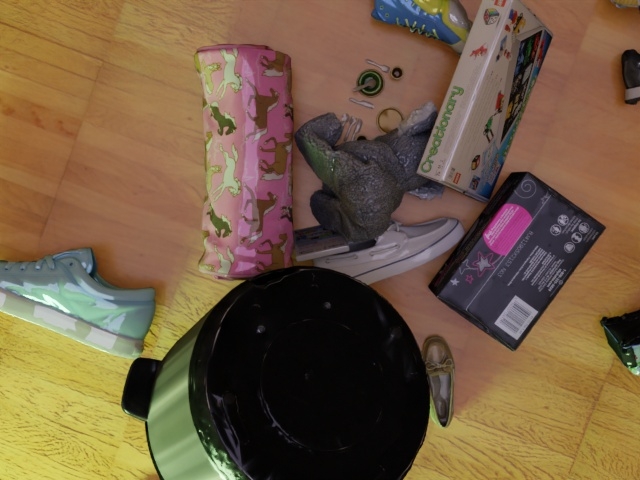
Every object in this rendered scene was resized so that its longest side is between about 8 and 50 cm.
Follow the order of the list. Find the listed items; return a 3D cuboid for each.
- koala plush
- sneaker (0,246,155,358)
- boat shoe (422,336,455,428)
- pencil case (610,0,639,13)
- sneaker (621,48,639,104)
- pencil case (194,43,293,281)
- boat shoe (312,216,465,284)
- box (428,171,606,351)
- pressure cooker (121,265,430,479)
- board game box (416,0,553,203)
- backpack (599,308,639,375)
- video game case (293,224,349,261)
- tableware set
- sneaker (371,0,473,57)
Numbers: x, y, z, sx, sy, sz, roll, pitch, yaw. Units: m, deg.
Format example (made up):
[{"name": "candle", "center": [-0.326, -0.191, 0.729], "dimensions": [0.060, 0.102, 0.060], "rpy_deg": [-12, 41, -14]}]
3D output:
[{"name": "koala plush", "center": [0.108, -0.114, 1.534], "dimensions": [0.221, 0.203, 0.196], "rpy_deg": [-25, 124, -20]}, {"name": "sneaker", "center": [-0.447, 0.067, 1.595], "dimensions": [0.365, 0.135, 0.150], "rpy_deg": [23, 86, -9]}, {"name": "boat shoe", "center": [0.204, 0.241, 1.621], "dimensions": [0.056, 0.048, 0.153], "rpy_deg": [-1, 94, 1]}, {"name": "pencil case", "center": [0.528, -0.504, 1.507], "dimensions": [0.124, 0.113, 0.273], "rpy_deg": [9, 113, 29]}, {"name": "sneaker", "center": [0.602, -0.309, 1.564], "dimensions": [0.234, 0.078, 0.106], "rpy_deg": [-19, 95, 4]}, {"name": "pencil case", "center": [-0.124, -0.122, 1.550], "dimensions": [0.160, 0.167, 0.386], "rpy_deg": [-2, 93, -9]}, {"name": "boat shoe", "center": [0.111, 0.008, 1.581], "dimensions": [0.258, 0.095, 0.084], "rpy_deg": [-24, 107, 1]}, {"name": "box", "center": [0.317, 0.030, 1.560], "dimensions": [0.163, 0.142, 0.247], "rpy_deg": [35, 95, -2]}, {"name": "pressure cooker", "center": [-0.068, 0.262, 1.458], "dimensions": [0.375, 0.420, 0.370], "rpy_deg": [-31, 86, -31]}, {"name": "board game box", "center": [0.268, -0.223, 1.523], "dimensions": [0.053, 0.193, 0.305], "rpy_deg": [23, 94, 32]}, {"name": "backpack", "center": [0.543, 0.162, 1.585], "dimensions": [0.114, 0.105, 0.084], "rpy_deg": [-23, 115, 2]}, {"name": "video game case", "center": [0.000, 0.000, 1.575], "dimensions": [0.087, 0.122, 0.011], "rpy_deg": [-12, 111, 1]}, {"name": "tableware set", "center": [0.097, -0.223, 1.608], "dimensions": [0.104, 0.024, 0.154], "rpy_deg": [21, 93, 0]}, {"name": "sneaker", "center": [0.163, -0.376, 1.578], "dimensions": [0.126, 0.091, 0.240], "rpy_deg": [-33, 93, 21]}]
